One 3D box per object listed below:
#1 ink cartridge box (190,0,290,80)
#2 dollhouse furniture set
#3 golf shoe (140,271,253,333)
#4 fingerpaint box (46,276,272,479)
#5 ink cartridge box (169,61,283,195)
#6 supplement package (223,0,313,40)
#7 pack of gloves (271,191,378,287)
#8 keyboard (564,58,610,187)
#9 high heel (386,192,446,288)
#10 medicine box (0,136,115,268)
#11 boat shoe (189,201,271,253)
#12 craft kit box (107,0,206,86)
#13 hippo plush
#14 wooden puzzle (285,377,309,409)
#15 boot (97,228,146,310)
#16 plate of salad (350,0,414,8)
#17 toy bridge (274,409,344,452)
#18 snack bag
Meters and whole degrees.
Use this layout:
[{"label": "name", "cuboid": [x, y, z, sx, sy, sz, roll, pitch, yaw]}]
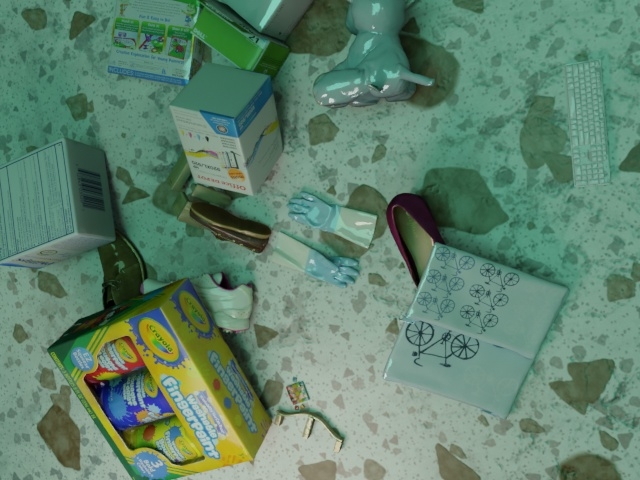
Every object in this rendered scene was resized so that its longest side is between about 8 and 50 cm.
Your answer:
[{"label": "ink cartridge box", "cuboid": [-0.208, -0.461, 1.614, 0.188, 0.255, 0.097, 38, 108, 13]}, {"label": "dollhouse furniture set", "cuboid": [-0.298, -0.132, 1.814, 0.144, 0.123, 0.151, -55, 42, 18]}, {"label": "golf shoe", "cuboid": [-0.307, 0.131, 1.816, 0.306, 0.115, 0.140, 17, 94, 11]}, {"label": "fingerpaint box", "cuboid": [-0.392, 0.363, 1.769, 0.371, 0.163, 0.445, -20, 107, 23]}, {"label": "ink cartridge box", "cuboid": [-0.206, -0.251, 1.633, 0.171, 0.168, 0.233, 15, 143, 20]}, {"label": "supplement package", "cuboid": [-0.103, -0.624, 1.613, 0.204, 0.145, 0.262, 43, 110, 12]}, {"label": "pack of gloves", "cuboid": [0.000, 0.000, 1.704, 0.232, 0.046, 0.195, 19, 104, 18]}, {"label": "keyboard", "cuboid": [0.550, -0.240, 1.476, 0.072, 0.014, 0.256, -5, 95, 22]}, {"label": "high heel", "cuboid": [0.238, 0.078, 1.547, 0.127, 0.181, 0.377, -27, 86, 22]}, {"label": "medicine box", "cuboid": [-0.711, -0.091, 1.886, 0.289, 0.149, 0.264, -18, 76, 23]}, {"label": "boat shoe", "cuboid": [-0.226, -0.026, 1.744, 0.206, 0.073, 0.073, 23, 123, -8]}, {"label": "craft kit box", "cuboid": [-0.406, -0.524, 1.794, 0.249, 0.061, 0.247, 15, 104, 19]}, {"label": "hippo plush", "cuboid": [0.089, -0.410, 1.493, 0.234, 0.294, 0.237, -7, 95, 0]}, {"label": "wooden puzzle", "cuboid": [-0.057, 0.384, 1.794, 0.049, 0.006, 0.083, -22, 88, 22]}, {"label": "boot", "cuboid": [-0.531, 0.110, 1.889, 0.112, 0.115, 0.305, -24, 85, 26]}, {"label": "plate of salad", "cuboid": [0.137, -0.595, 1.575, 0.199, 0.048, 0.200, 3, 98, 20]}, {"label": "toy bridge", "cuboid": [-0.028, 0.461, 1.782, 0.188, 0.026, 0.063, 20, 101, 18]}, {"label": "snack bag", "cuboid": [0.324, 0.203, 1.537, 0.322, 0.037, 0.343, 19, 105, -9]}]
